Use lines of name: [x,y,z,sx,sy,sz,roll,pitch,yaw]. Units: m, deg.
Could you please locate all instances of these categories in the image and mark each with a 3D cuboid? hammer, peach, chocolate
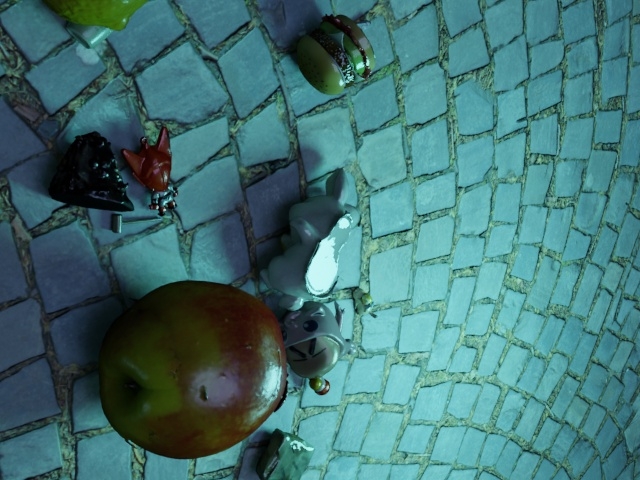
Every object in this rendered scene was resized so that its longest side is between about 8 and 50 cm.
hammer: [-0.363,-0.038,1.695,0.110,0.019,0.035,-8,108,-43]
peach: [-0.241,0.253,1.677,0.370,0.370,0.370,-14,112,-39]
chocolate: [-0.411,-0.131,1.545,0.156,0.156,0.133,13,82,-44]

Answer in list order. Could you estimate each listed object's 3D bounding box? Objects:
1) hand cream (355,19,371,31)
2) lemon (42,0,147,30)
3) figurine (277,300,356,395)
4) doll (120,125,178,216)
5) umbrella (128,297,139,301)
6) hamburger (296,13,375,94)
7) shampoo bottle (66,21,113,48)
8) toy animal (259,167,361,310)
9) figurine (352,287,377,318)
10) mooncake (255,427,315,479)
hand cream: [0.079,-0.485,1.964,0.093,0.019,0.030,-28,122,-26]
lemon: [-0.374,-0.487,1.389,0.267,0.267,0.267,-14,112,-39]
figurine: [0.002,0.258,2.020,0.176,0.186,0.287,-21,143,5]
doll: [-0.322,-0.128,1.675,0.109,0.057,0.169,-36,124,-32]
umbrella: [-0.337,0.138,1.775,0.149,0.022,0.022,23,91,-34]
hamburger: [0.025,-0.392,1.848,0.137,0.175,0.175,-38,127,-12]
shampoo bottle: [-0.369,-0.441,1.542,0.072,0.049,0.212,46,72,-33]
toy animal: [-0.004,-0.001,1.943,0.325,0.154,0.208,-47,136,-27]
figurine: [0.117,0.160,2.173,0.047,0.051,0.083,-46,129,-29]
mooncake: [-0.094,0.531,2.077,0.125,0.073,0.130,34,77,-40]
